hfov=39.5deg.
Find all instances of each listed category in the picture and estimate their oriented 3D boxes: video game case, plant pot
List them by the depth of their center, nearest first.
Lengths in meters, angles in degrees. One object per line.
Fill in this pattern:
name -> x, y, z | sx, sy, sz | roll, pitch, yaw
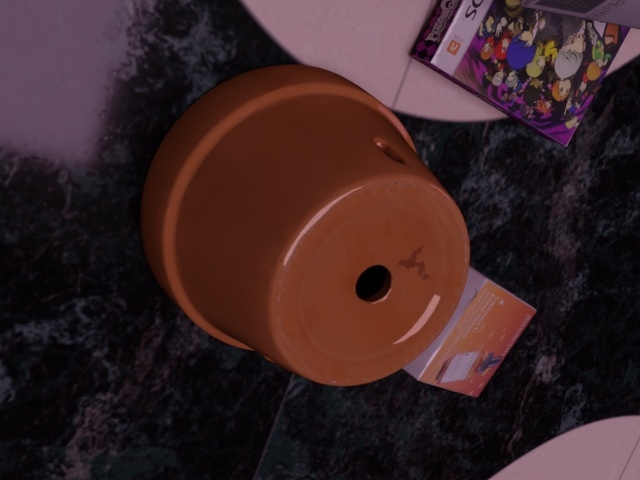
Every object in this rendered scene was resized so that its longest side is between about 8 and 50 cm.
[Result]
plant pot -> 0.000, 0.000, 0.831 | 0.291, 0.203, 0.291 | -12, 118, -24
video game case -> 0.233, -0.238, 0.950 | 0.232, 0.042, 0.210 | 23, 99, -36

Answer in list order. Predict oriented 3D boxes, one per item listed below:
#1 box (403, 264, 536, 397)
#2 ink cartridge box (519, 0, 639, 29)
box -> 0.147, 0.091, 0.997 | 0.130, 0.091, 0.170 | -57, 146, 5
ink cartridge box -> 0.287, -0.335, 0.886 | 0.275, 0.060, 0.239 | -1, 74, -34
